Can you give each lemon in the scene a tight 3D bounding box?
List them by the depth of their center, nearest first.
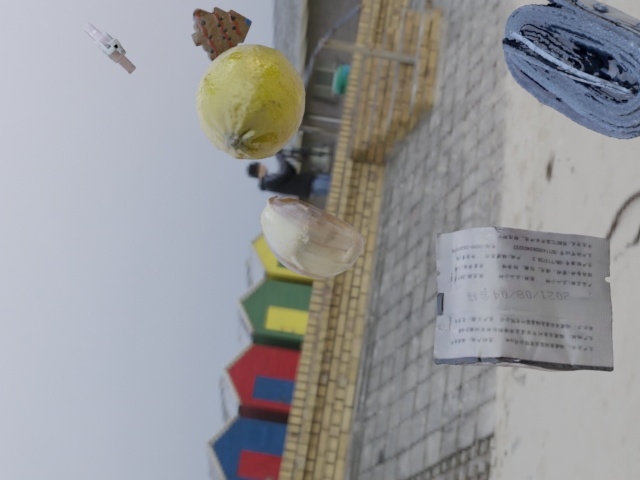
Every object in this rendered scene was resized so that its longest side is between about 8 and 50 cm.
[{"bbox_3d":[-0.123,-0.243,1.610,0.231,0.192,0.192,-75,-6,-46],"label":"lemon"}]

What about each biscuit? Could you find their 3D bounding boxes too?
[{"bbox_3d":[-0.199,-0.426,1.854,0.119,0.130,0.019,67,164,-5],"label":"biscuit"}]

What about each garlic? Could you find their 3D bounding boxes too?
[{"bbox_3d":[-0.005,0.008,1.567,0.128,0.206,0.115,-1,68,62],"label":"garlic"}]

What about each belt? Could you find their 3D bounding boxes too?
[{"bbox_3d":[0.293,-0.186,0.979,0.128,0.218,0.122,-13,-49,-45],"label":"belt"}]

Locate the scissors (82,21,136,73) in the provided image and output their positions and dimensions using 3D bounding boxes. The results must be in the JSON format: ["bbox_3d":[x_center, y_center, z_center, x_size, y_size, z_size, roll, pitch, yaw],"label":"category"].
[{"bbox_3d":[-0.366,-0.337,1.592,0.030,0.118,0.242,-46,17,-1],"label":"scissors"}]

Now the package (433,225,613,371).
[{"bbox_3d":[0.286,0.083,1.304,0.062,0.251,0.204,58,-146,-70],"label":"package"}]
